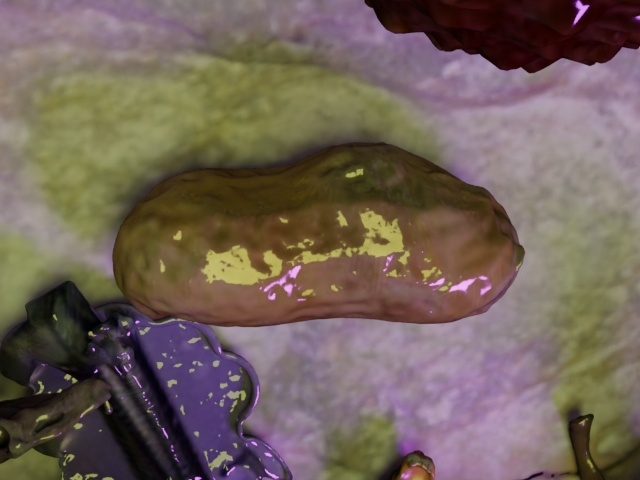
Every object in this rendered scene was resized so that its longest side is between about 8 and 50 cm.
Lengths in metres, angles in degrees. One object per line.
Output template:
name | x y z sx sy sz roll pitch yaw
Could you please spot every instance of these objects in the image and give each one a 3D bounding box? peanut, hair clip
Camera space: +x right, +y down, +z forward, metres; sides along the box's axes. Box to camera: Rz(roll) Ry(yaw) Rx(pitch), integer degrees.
peanut | 0.000 0.000 0.792 0.214 0.099 0.099 -6 108 -4
hair clip | -0.089 0.102 0.824 0.124 0.052 0.195 -28 116 4

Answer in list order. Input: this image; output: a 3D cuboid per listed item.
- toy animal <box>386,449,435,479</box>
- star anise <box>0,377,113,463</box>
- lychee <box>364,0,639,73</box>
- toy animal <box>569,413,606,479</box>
toy animal | 0.138 0.225 0.883 0.255 0.116 0.114 22 106 -21
star anise | -0.226 0.104 0.776 0.172 0.063 0.208 36 109 -8
lychee | 0.098 -0.220 0.642 0.330 0.306 0.306 32 99 9
toy animal | 0.242 0.157 0.828 0.093 0.214 0.186 -11 77 -30
